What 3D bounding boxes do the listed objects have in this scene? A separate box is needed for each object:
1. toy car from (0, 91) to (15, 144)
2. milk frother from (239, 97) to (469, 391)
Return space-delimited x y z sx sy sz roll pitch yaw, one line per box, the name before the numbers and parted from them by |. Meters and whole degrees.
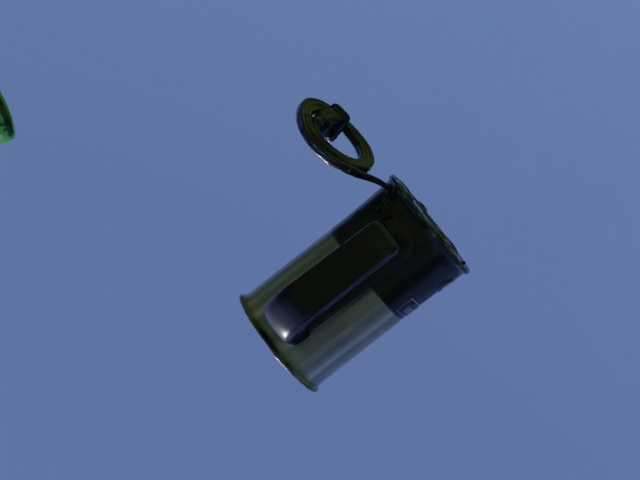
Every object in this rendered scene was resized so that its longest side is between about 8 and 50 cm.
toy car | -0.260 -0.110 1.115 0.053 0.239 0.225 -36 -135 -21
milk frother | 0.000 0.000 1.256 0.143 0.134 0.129 55 -174 28
